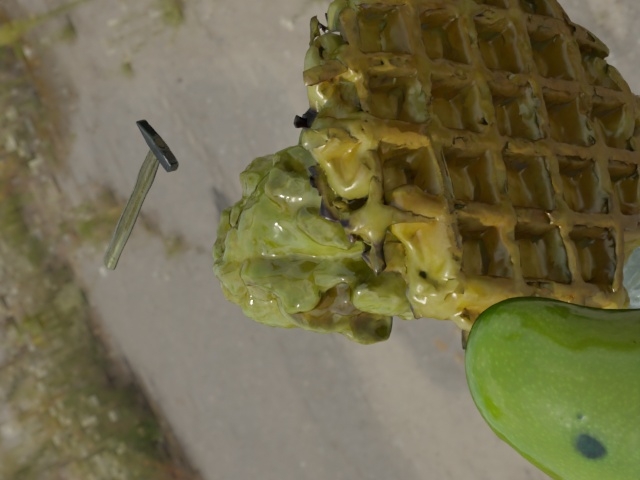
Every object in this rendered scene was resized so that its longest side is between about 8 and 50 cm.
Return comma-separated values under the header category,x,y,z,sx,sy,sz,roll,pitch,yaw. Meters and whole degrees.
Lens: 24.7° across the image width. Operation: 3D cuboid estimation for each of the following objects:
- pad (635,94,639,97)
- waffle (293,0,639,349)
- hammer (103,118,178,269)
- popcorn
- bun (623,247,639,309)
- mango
category,x,y,z,sx,sy,sz,roll,pitch,yaw
pad,0.386,-0.135,1.658,0.269,0.270,0.012,30,118,55
waffle,0.145,-0.083,1.238,0.382,0.379,0.095,43,141,-17
hammer,-0.185,-0.037,1.436,0.062,0.013,0.199,55,141,20
popcorn,0.000,0.000,1.676,0.250,0.235,0.241,-19,69,51
bun,0.398,0.093,2.080,0.362,0.211,0.361,15,125,22
mango,0.241,0.119,1.009,0.293,0.143,0.175,13,129,15
